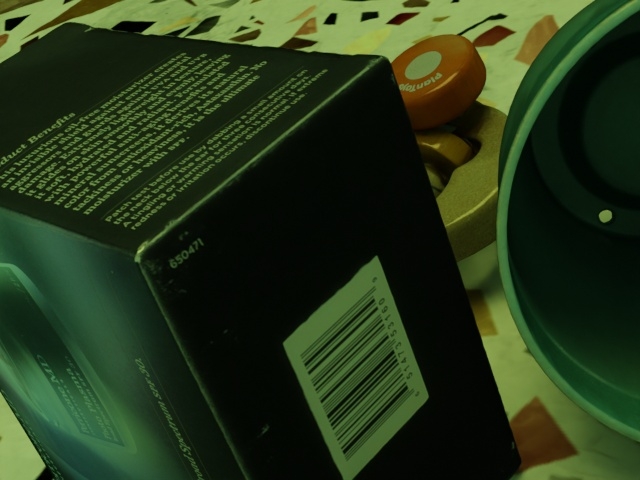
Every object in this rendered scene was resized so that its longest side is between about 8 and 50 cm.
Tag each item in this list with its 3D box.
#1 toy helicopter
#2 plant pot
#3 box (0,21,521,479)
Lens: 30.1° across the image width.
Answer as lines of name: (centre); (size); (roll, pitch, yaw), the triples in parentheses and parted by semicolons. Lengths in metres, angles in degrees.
toy helicopter: (0.000, 0.000, 0.934); (0.355, 0.140, 0.235); (-17, 39, 26)
plant pot: (0.232, -0.046, 0.728); (0.271, 0.272, 0.255); (-16, 16, 8)
box: (-0.077, 0.047, 0.710); (0.294, 0.296, 0.182); (16, 47, 46)
